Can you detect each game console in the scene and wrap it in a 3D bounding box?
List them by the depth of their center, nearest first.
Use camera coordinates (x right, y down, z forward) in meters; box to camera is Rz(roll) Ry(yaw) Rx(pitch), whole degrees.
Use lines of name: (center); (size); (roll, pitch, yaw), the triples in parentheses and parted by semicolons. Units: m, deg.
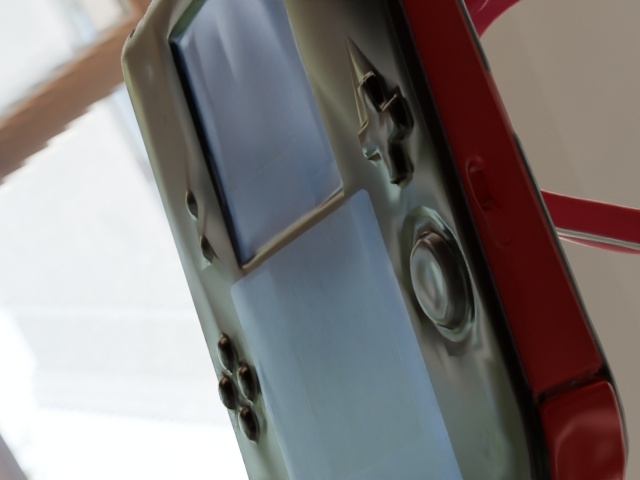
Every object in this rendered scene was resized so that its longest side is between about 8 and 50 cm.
game console: (0.000, 0.000, 0.932); (0.060, 0.342, 0.386); (-20, 174, -22)

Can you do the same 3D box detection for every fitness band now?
fitness band: (0.195, -0.101, 1.291); (0.291, 0.054, 0.209); (16, -95, 34)
